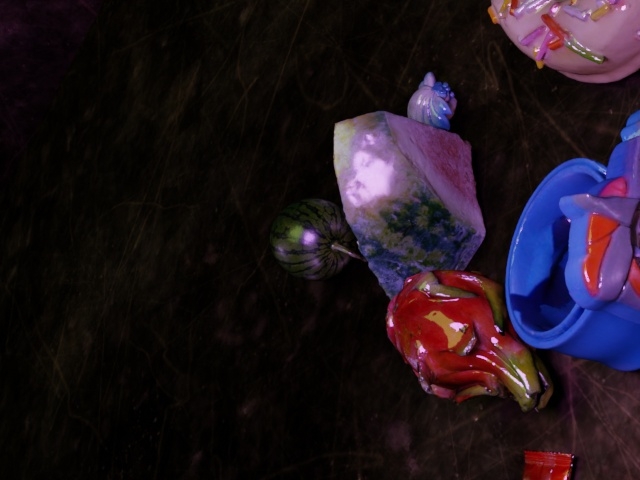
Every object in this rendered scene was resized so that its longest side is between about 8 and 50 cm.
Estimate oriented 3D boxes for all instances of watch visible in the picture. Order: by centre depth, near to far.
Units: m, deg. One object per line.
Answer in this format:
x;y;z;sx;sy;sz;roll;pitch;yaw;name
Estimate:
0.343;-0.010;1.460;0.274;0.242;0.305;143;140;-60;watch

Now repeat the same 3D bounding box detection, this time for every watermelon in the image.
0.122;-0.054;1.836;0.193;0.232;0.310;-30;93;41;watermelon
0.000;0.000;2.012;0.187;0.141;0.140;12;82;56;watermelon

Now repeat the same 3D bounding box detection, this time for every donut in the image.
0.368;-0.378;1.597;0.307;0.150;0.371;47;133;42;donut

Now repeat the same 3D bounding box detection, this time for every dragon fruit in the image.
0.197;0.146;1.633;0.269;0.198;0.200;53;157;25;dragon fruit

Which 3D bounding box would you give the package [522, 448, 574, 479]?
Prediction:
0.270;0.362;1.516;0.083;0.022;0.200;-8;67;55;package

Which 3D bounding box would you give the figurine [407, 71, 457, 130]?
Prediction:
0.178;-0.202;1.938;0.114;0.079;0.114;165;90;-74;figurine
